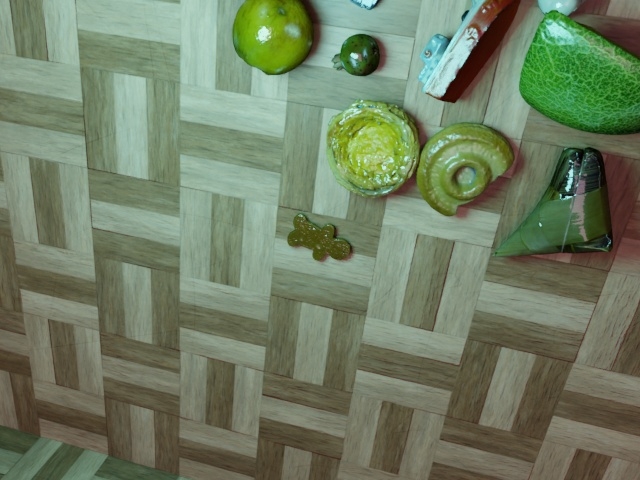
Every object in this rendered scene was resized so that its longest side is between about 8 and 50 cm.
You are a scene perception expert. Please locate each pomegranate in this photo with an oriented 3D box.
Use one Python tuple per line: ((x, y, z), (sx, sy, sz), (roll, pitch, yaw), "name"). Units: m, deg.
((0.090, -0.488, 1.512), (0.142, 0.114, 0.114), (-1, 116, 41), "pomegranate")

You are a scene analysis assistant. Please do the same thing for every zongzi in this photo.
((0.606, -0.094, 1.544), (0.318, 0.154, 0.289), (-8, 104, 24), "zongzi")

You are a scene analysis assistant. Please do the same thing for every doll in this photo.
((0.549, -0.606, 1.336), (0.180, 0.110, 0.107), (57, 154, -15), "doll")

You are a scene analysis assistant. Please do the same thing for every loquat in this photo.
((-0.115, -0.558, 1.482), (0.214, 0.213, 0.246), (32, 107, -2), "loquat")

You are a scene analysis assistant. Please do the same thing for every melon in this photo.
((0.663, -0.368, 1.312), (0.344, 0.226, 0.331), (38, 160, 24), "melon")

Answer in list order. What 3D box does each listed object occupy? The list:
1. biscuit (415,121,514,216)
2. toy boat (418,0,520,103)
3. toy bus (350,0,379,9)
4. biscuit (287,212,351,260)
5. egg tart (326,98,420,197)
((0.378, -0.205, 1.575), (0.213, 0.091, 0.274), (37, 120, -7), "biscuit")
((0.362, -0.512, 1.418), (0.133, 0.145, 0.331), (46, 120, 22), "toy boat")
((0.079, -0.657, 1.467), (0.166, 0.047, 0.065), (30, 123, 1), "toy bus")
((0.000, 0.000, 1.800), (0.205, 0.031, 0.138), (22, 118, 4), "biscuit")
((0.142, -0.265, 1.603), (0.291, 0.107, 0.290), (4, 116, 7), "egg tart")
